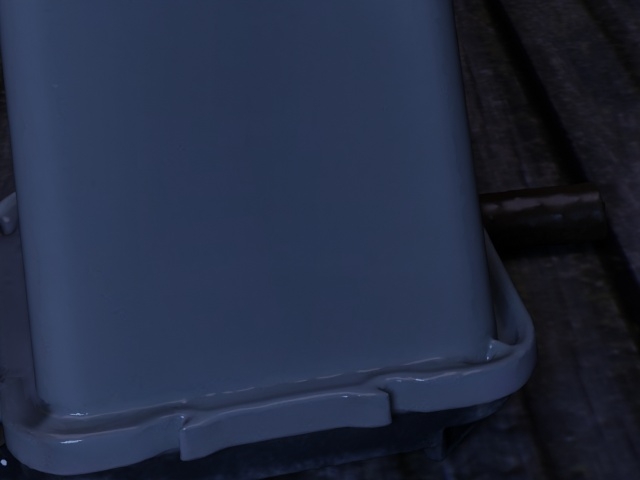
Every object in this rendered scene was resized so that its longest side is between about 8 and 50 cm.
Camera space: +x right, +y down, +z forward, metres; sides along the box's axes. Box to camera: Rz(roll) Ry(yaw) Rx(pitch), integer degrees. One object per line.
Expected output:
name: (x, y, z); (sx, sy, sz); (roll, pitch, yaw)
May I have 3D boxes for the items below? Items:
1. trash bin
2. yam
trash bin: (-0.068, -0.083, 0.858); (0.296, 0.368, 0.256); (-9, 32, -5)
yam: (0.000, 0.000, 1.070); (0.327, 0.045, 0.045); (-7, 47, -2)
